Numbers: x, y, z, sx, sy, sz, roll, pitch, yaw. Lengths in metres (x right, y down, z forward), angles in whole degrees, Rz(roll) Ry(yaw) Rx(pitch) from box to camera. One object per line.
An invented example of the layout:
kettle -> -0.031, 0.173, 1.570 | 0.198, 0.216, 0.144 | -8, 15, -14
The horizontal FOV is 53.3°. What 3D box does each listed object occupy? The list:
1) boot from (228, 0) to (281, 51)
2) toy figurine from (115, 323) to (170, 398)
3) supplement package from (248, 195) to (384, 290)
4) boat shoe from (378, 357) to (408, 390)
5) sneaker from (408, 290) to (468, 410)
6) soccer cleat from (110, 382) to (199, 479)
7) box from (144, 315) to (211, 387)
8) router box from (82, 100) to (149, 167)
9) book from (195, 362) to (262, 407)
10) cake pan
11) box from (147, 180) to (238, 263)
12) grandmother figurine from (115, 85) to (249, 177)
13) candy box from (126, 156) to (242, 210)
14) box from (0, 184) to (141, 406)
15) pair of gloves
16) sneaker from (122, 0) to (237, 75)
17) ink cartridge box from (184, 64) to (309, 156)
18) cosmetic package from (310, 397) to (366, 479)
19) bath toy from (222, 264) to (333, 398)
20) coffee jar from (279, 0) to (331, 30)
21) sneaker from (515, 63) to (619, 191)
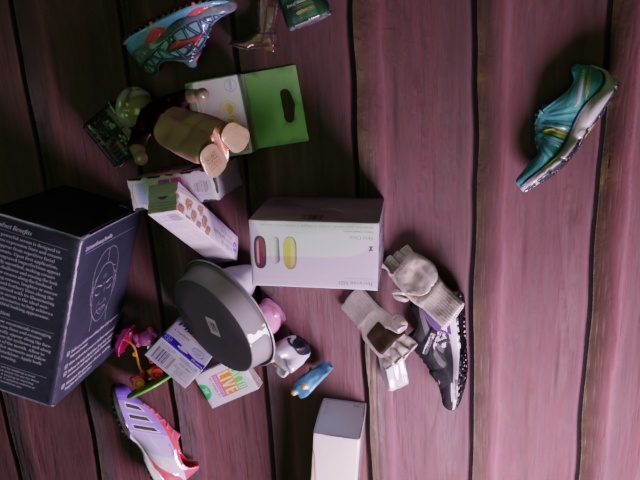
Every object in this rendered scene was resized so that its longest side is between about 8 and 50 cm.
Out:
boot -> -0.136, -0.454, 1.323 | 0.107, 0.037, 0.114 | 3, 112, -5
toy figurine -> -0.432, 0.278, 1.577 | 0.173, 0.130, 0.159 | -26, 92, -6
supplement package -> 0.000, 0.000, 1.355 | 0.262, 0.204, 0.145 | 1, 108, 9
boat shoe -> 0.171, 0.259, 1.488 | 0.063, 0.066, 0.184 | -12, 95, -15
sneaker -> 0.266, 0.246, 1.458 | 0.124, 0.107, 0.283 | 1, 103, 23
soccer cleat -> -0.432, 0.491, 1.650 | 0.117, 0.108, 0.318 | -28, 99, -6
box -> -0.328, 0.262, 1.528 | 0.126, 0.137, 0.072 | 41, 108, -5
router box -> -0.463, -0.240, 1.445 | 0.092, 0.038, 0.122 | -34, 99, 18
book -> -0.232, 0.350, 1.599 | 0.144, 0.035, 0.096 | -27, 97, 18
cake pan -> -0.225, 0.179, 1.435 | 0.293, 0.054, 0.293 | 29, 139, 28
box -> -0.259, -0.029, 1.343 | 0.067, 0.324, 0.063 | -6, 70, 13
grandmother figurine -> -0.314, -0.235, 1.318 | 0.342, 0.208, 0.104 | 30, 153, 35
candy box -> -0.290, -0.125, 1.385 | 0.196, 0.165, 0.070 | -7, 105, 11
box -> -0.588, 0.110, 1.432 | 0.212, 0.293, 0.395 | 17, 106, 4
pair of gloves -> 0.173, 0.143, 1.409 | 0.240, 0.042, 0.204 | -45, 64, 18
sneaker -> -0.276, -0.431, 1.338 | 0.262, 0.104, 0.125 | -19, 121, 19
ink cartridge box -> -0.158, -0.275, 1.376 | 0.235, 0.056, 0.171 | -7, 105, 14
cosmetic package -> 0.041, 0.562, 1.551 | 0.113, 0.160, 0.309 | 5, 107, 9
bath toy -> -0.111, 0.195, 1.481 | 0.348, 0.129, 0.151 | 53, 146, -3
coffee jar -> -0.052, -0.521, 1.266 | 0.096, 0.079, 0.184 | -19, 103, 14
sneaker -> 0.474, -0.221, 1.278 | 0.110, 0.107, 0.275 | 36, 106, 18
